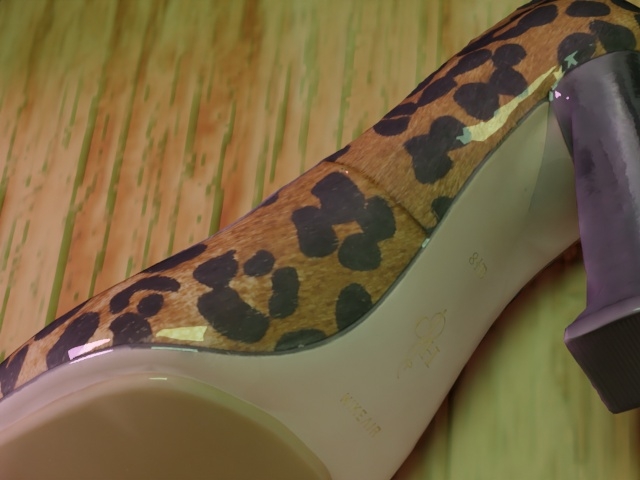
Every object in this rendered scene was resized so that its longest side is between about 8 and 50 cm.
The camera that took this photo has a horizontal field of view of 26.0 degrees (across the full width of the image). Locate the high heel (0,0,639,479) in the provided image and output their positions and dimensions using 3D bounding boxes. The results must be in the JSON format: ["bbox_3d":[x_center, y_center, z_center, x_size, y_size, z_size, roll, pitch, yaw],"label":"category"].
[{"bbox_3d":[0.000,0.000,0.475,0.261,0.093,0.186,-14,37,18],"label":"high heel"}]
